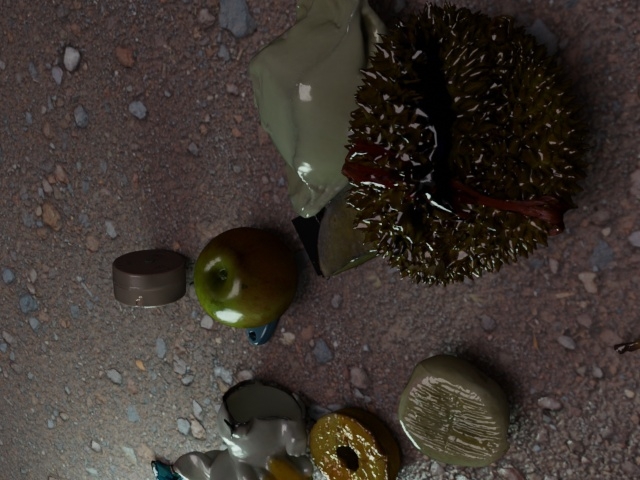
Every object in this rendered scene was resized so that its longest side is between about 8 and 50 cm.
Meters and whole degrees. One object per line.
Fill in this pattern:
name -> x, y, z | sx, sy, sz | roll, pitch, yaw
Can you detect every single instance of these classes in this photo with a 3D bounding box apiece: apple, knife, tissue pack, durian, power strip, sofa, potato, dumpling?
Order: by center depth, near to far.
durian -> 0.190, -0.121, 1.138 | 0.348, 0.348, 0.384 | 30, 115, 26
dumpling -> -0.005, -0.245, 1.350 | 0.315, 0.233, 0.394 | -122, 34, -58
potato -> 0.083, -0.038, 1.398 | 0.243, 0.098, 0.138 | -28, 83, 45
sofa -> 0.000, 0.000, 1.506 | 0.060, 0.039, 0.118 | -27, 88, 40
apple -> -0.143, 0.070, 1.534 | 0.196, 0.196, 0.195 | 12, 110, 33
knife -> -0.085, 0.105, 1.611 | 0.058, 0.032, 0.244 | 43, 120, 29
power strip -> -0.355, 0.076, 1.720 | 0.154, 0.154, 0.078 | 14, 115, 32
tissue pack -> -0.345, 0.570, 1.941 | 0.138, 0.028, 0.085 | 5, 107, 38

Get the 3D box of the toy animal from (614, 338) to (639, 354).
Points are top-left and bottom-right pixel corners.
toy animal -> 0.506, 0.093, 1.156 | 0.149, 0.054, 0.275 | 20, 117, 34

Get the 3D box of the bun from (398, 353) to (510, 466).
bun -> 0.232, 0.278, 1.371 | 0.193, 0.128, 0.178 | 19, 115, 18

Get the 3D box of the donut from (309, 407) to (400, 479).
donut -> 0.071, 0.402, 1.557 | 0.190, 0.075, 0.174 | 31, 121, 30

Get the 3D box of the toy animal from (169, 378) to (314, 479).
toy animal -> -0.151, 0.435, 1.664 | 0.247, 0.183, 0.310 | 40, 128, 32
